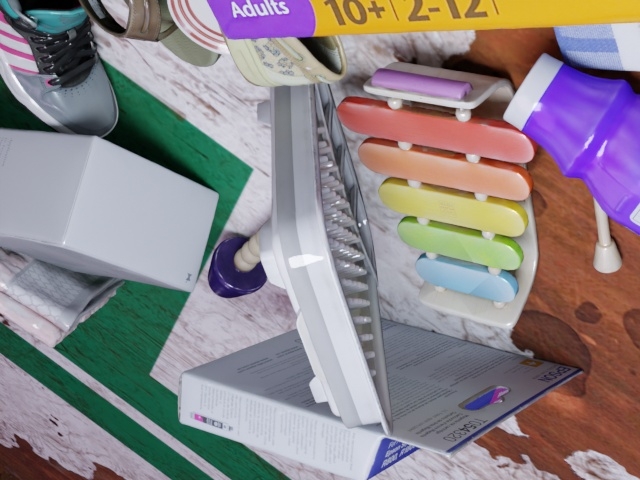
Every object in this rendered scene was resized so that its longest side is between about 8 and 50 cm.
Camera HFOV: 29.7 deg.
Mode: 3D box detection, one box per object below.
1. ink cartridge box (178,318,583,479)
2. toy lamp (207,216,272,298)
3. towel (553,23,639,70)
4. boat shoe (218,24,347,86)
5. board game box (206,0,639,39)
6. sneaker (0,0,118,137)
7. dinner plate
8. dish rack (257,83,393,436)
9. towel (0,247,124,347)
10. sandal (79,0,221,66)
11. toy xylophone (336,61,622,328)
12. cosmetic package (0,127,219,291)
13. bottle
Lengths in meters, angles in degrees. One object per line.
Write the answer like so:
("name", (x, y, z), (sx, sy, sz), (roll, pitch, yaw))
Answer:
("ink cartridge box", (0.072, 0.171, 1.325), (0.330, 0.324, 0.071), (14, 107, 33))
("toy lamp", (-0.068, 0.004, 1.455), (0.080, 0.080, 0.275), (41, 148, -5))
("towel", (0.285, -0.210, 0.897), (0.285, 0.034, 0.209), (8, 139, 40))
("boat shoe", (-0.055, -0.245, 1.021), (0.089, 0.104, 0.285), (9, 149, 30))
("board game box", (0.102, -0.349, 0.594), (0.356, 0.356, 0.356), (6, 136, 39))
("sneaker", (-0.286, -0.236, 1.330), (0.178, 0.124, 0.295), (8, 137, 52))
("dinner plate", (-0.079, -0.236, 1.181), (0.141, 0.017, 0.141), (1, 141, 1))
("dish rack", (0.000, 0.000, 1.164), (0.072, 0.332, 0.285), (-12, 129, 6))
("towel", (-0.427, -0.003, 1.626), (0.317, 0.053, 0.332), (37, -169, -3))
("sandal", (-0.205, -0.255, 1.196), (0.120, 0.086, 0.303), (19, 167, 34))
("toy xylophone", (0.160, -0.047, 1.172), (0.236, 0.081, 0.322), (8, 138, 37))
("cosmetic package", (-0.288, -0.039, 1.473), (0.225, 0.138, 0.224), (9, 170, 37))
("bottle", (0.290, -0.057, 1.004), (0.283, 0.118, 0.092), (33, 146, 8))
